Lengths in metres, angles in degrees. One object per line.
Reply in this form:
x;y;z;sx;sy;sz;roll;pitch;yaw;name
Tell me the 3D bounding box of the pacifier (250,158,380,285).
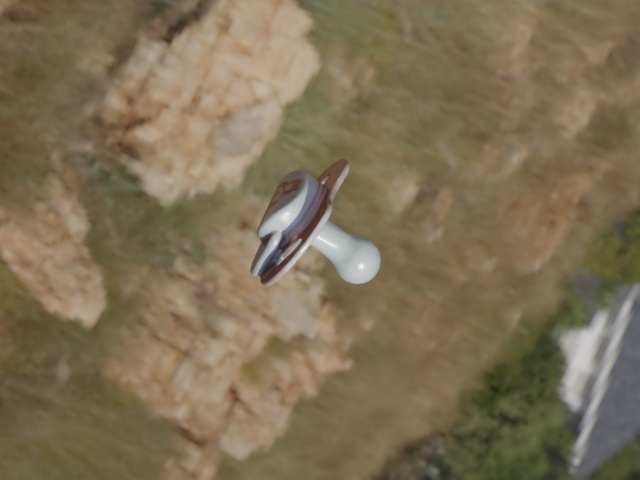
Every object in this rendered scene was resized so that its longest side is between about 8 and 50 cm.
0.000;0.000;0.989;0.081;0.078;0.099;-46;-165;40;pacifier
